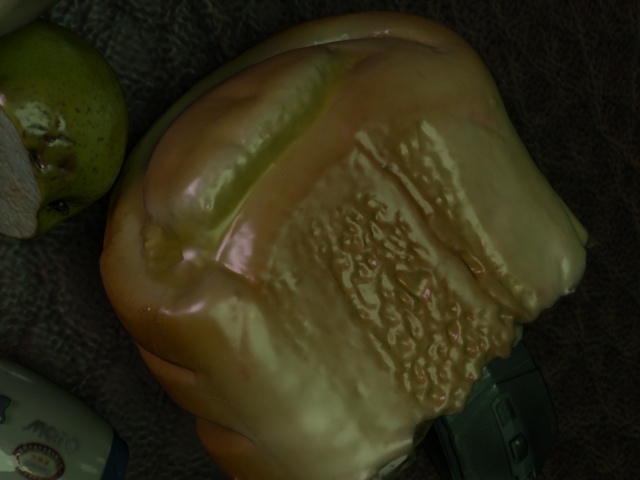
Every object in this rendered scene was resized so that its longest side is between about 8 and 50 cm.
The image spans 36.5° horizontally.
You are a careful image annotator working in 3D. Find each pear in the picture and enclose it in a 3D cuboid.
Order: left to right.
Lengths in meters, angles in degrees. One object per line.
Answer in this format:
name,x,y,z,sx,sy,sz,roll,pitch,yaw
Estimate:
pear,-0.180,-0.078,0.612,0.104,0.141,0.141,-37,111,-39

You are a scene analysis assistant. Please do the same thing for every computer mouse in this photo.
computer mouse,0.134,0.129,0.810,0.126,0.071,0.231,-34,109,-18

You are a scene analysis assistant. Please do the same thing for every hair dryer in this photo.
hair dryer,-0.294,0.146,0.553,0.296,0.119,0.298,38,45,-3

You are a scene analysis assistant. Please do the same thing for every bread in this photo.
bread,0.000,0.000,0.666,0.315,0.211,0.270,-44,103,-22

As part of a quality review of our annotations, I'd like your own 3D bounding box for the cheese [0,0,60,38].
cheese,-0.245,-0.236,0.454,0.318,0.115,0.326,16,118,-23
